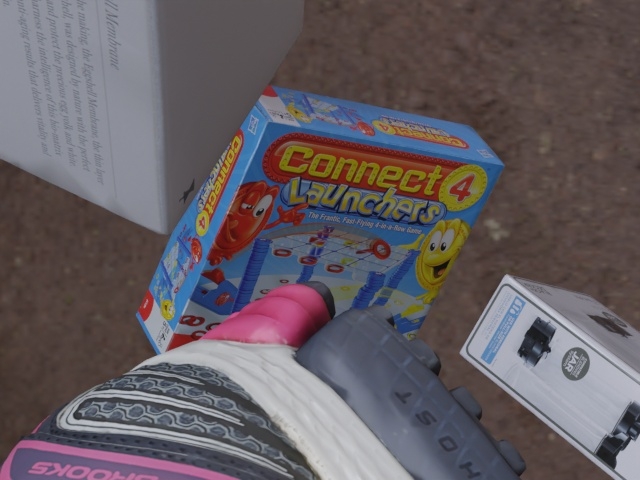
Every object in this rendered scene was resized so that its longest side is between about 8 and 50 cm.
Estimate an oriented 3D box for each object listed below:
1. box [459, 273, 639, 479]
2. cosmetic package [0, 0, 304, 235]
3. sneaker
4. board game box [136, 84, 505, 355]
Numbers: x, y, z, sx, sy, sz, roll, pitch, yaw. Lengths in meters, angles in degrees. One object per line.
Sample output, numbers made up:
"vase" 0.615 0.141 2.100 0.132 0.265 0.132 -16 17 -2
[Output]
"box" 0.282 0.149 1.358 0.290 0.169 0.087 38 105 35
"cosmetic package" -0.126 -0.151 0.607 0.224 0.138 0.224 26 150 11
"sneaker" 0.035 0.141 0.334 0.299 0.112 0.121 43 142 31
"board game box" 0.000 0.000 1.669 0.086 0.308 0.302 56 129 47
